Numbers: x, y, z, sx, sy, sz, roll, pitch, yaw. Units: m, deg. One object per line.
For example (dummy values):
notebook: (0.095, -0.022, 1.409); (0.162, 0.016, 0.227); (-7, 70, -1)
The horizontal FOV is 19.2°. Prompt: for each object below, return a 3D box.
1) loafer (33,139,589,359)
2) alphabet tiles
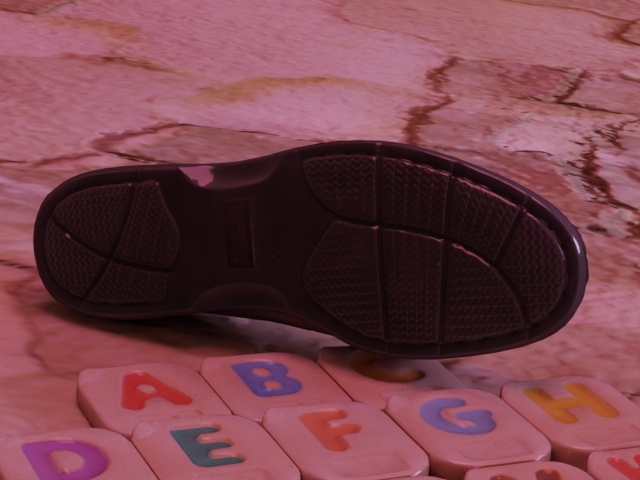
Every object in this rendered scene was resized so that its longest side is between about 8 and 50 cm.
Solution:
loafer: (0.000, 0.000, 0.887); (0.268, 0.096, 0.084); (4, 3, 21)
alphabet tiles: (0.024, 0.099, 0.741); (0.284, 0.021, 0.278); (-4, 22, -24)
